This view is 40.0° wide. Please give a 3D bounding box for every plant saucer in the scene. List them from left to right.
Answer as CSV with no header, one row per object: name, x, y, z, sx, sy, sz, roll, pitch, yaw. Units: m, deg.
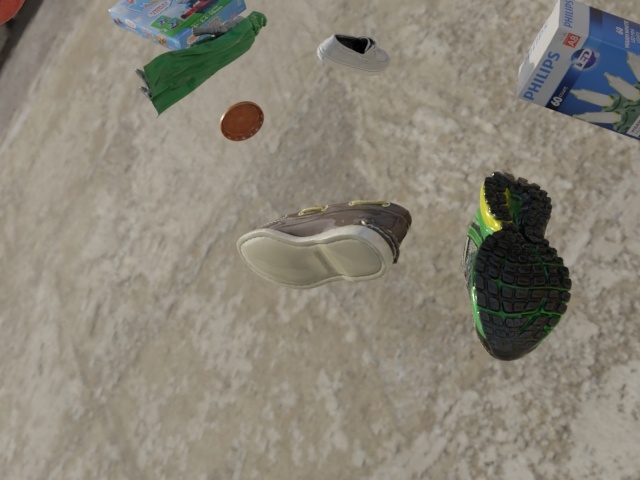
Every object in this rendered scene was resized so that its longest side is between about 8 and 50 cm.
plant saucer,-0.142,-0.215,1.579,0.083,0.083,0.013,-50,48,20

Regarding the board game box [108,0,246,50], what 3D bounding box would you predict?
board game box,-0.267,-0.429,1.634,0.211,0.039,0.160,28,62,34

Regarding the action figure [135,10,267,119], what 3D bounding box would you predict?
action figure,-0.179,-0.295,1.381,0.232,0.063,0.137,-35,-15,-18

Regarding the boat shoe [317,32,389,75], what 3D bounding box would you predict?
boat shoe,0.076,-0.369,1.706,0.063,0.184,0.066,-40,57,40

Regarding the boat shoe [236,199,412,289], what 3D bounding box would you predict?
boat shoe,0.000,0.000,1.325,0.324,0.116,0.097,-6,36,49

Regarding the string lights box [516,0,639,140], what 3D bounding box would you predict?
string lights box,0.418,-0.222,1.206,0.133,0.260,0.076,112,175,-50

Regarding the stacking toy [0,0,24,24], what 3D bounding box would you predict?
stacking toy,-0.502,-0.452,1.152,0.279,0.130,0.309,16,92,17

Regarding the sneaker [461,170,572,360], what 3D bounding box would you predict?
sneaker,0.269,0.052,1.251,0.343,0.134,0.146,-72,-3,-52
